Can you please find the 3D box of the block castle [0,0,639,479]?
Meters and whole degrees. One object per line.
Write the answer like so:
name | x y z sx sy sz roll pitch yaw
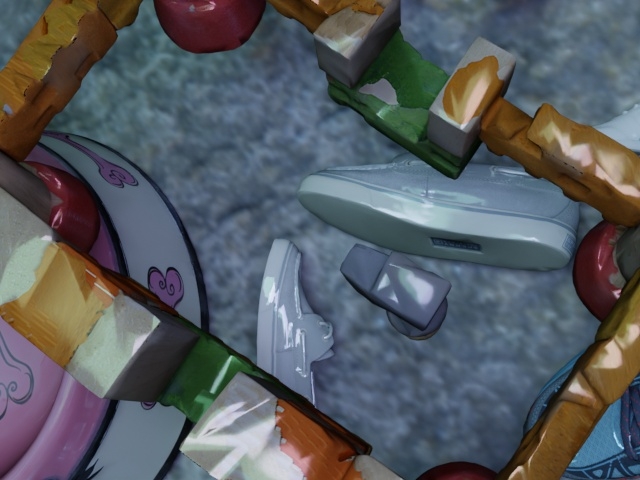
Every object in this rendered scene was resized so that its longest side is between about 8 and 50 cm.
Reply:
block castle | 0.000 0.000 0.610 0.453 0.213 0.303 34 83 11

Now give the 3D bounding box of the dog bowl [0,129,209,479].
dog bowl | -0.312 0.082 0.808 0.408 0.150 0.407 -3 80 17

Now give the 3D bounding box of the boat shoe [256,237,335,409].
boat shoe | -0.019 0.091 0.761 0.063 0.066 0.184 2 81 5

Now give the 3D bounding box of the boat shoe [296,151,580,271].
boat shoe | 0.095 -0.035 0.738 0.228 0.079 0.081 12 67 21

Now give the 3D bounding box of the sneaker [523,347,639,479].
sneaker | 0.262 0.102 0.629 0.262 0.125 0.104 -19 77 15

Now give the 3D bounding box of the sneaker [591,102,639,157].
sneaker | 0.259 -0.087 0.699 0.152 0.053 0.061 -7 71 12
